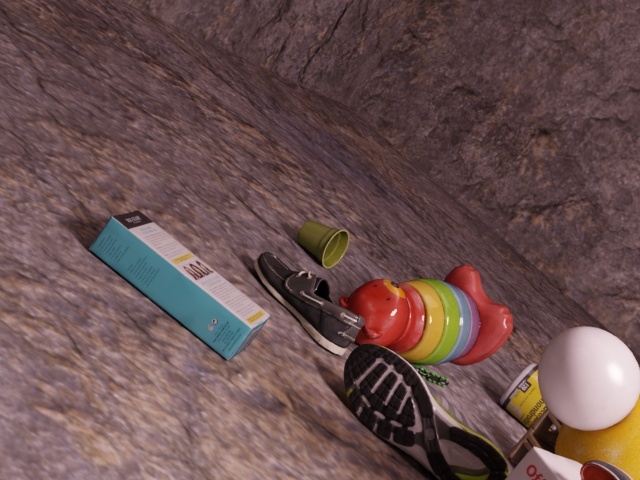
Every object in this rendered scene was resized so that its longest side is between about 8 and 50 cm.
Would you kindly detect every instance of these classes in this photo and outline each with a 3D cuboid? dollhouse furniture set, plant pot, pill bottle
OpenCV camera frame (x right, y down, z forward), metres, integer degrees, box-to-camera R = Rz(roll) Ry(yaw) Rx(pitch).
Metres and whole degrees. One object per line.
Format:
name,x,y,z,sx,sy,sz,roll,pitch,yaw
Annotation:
dollhouse furniture set,0.430,0.381,2.012,0.184,0.129,0.129,33,13,-23
plant pot,0.000,0.000,2.368,0.079,0.083,0.083,29,8,28
pill bottle,0.432,0.321,2.280,0.184,0.103,0.103,40,13,17

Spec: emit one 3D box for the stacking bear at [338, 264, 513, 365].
stacking bear,0.162,0.134,2.126,0.289,0.164,0.175,8,35,-43

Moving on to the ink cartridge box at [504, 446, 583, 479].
ink cartridge box,0.234,0.363,1.358,0.093,0.219,0.160,26,16,-38

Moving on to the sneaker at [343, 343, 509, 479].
sneaker,0.152,0.268,1.788,0.300,0.111,0.121,45,4,12

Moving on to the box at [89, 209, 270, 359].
box,-0.191,0.058,1.679,0.244,0.060,0.100,38,13,6

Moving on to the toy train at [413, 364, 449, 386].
toy train,0.193,0.236,2.151,0.083,0.017,0.024,26,6,-38

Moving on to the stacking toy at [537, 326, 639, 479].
stacking toy,0.409,0.281,1.506,0.480,0.351,0.350,57,2,-28

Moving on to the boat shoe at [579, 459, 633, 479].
boat shoe,0.314,0.281,1.276,0.043,0.049,0.137,14,30,-48

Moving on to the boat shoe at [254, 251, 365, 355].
boat shoe,-0.019,0.086,1.997,0.233,0.079,0.084,43,16,33
